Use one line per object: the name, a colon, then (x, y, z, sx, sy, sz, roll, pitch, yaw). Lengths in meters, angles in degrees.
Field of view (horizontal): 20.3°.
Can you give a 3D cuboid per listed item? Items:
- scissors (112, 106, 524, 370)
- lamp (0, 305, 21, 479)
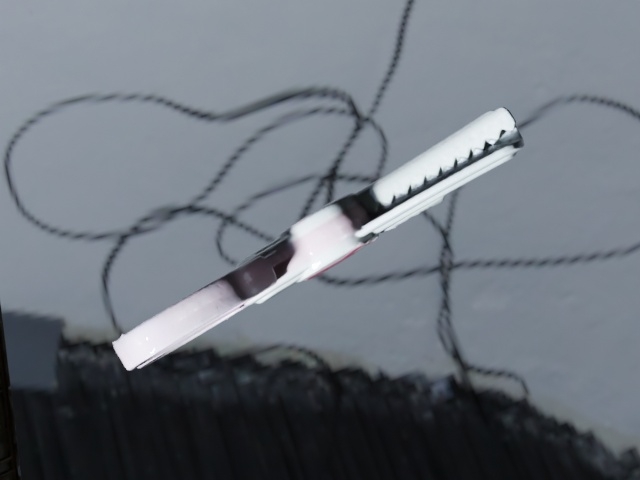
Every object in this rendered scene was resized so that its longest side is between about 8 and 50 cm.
scissors: (0.000, 0.000, 0.943, 0.242, 0.030, 0.118, -30, 178, -1)
lamp: (-0.332, 0.089, 1.588, 0.089, 0.090, 0.325, 2, 104, 31)
